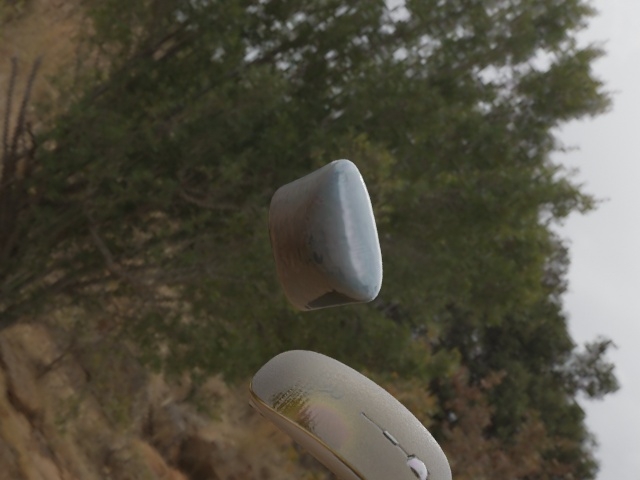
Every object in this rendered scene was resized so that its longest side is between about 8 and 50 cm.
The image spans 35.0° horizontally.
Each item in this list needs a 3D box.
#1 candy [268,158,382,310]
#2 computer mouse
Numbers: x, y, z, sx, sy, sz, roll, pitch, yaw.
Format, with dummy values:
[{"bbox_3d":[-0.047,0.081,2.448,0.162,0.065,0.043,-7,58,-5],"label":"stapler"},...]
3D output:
[{"bbox_3d":[0.000,0.000,1.019,0.174,0.071,0.138,-18,-97,66],"label":"candy"},{"bbox_3d":[0.036,0.205,1.092,0.245,0.056,0.126,38,36,12],"label":"computer mouse"}]
